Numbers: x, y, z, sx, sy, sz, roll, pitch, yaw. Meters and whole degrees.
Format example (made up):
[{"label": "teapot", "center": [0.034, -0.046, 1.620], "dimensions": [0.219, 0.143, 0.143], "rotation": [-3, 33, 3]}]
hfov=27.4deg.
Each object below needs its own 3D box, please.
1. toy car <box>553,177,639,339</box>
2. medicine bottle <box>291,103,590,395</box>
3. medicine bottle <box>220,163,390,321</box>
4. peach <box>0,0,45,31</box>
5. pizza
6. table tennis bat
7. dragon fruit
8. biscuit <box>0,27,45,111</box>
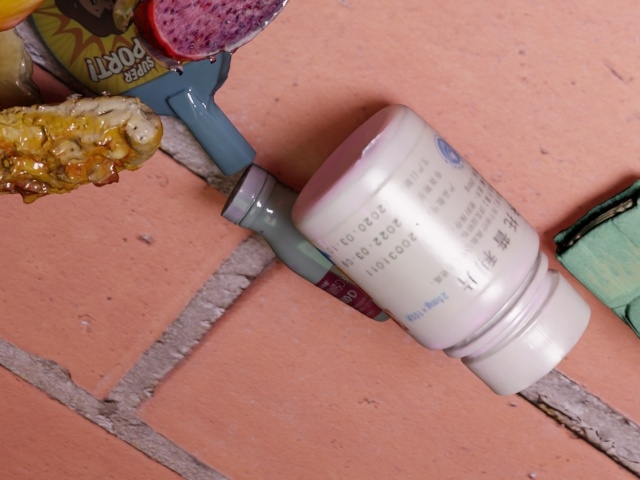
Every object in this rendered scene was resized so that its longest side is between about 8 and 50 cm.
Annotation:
[{"label": "toy car", "center": [0.394, 0.072, 1.351], "dimensions": [0.320, 0.097, 0.141], "rotation": [38, 132, -15]}, {"label": "medicine bottle", "center": [0.124, 0.015, 1.327], "dimensions": [0.293, 0.170, 0.170], "rotation": [44, 130, -11]}, {"label": "medicine bottle", "center": [0.000, 0.000, 1.428], "dimensions": [0.216, 0.090, 0.090], "rotation": [31, 133, -10]}, {"label": "peach", "center": [-0.309, -0.335, 1.118], "dimensions": [0.288, 0.289, 0.308], "rotation": [22, 160, -1]}, {"label": "pizza", "center": [-0.301, -0.089, 1.376], "dimensions": [0.335, 0.226, 0.086], "rotation": [-9, 85, 47]}, {"label": "table tennis bat", "center": [-0.173, -0.200, 1.348], "dimensions": [0.215, 0.044, 0.329], "rotation": [-18, 121, 32]}, {"label": "dragon fruit", "center": [-0.116, -0.280, 1.173], "dimensions": [0.148, 0.224, 0.218], "rotation": [42, -178, 21]}, {"label": "biscuit", "center": [-0.404, -0.234, 1.361], "dimensions": [0.213, 0.091, 0.274], "rotation": [-4, 131, 20]}]
